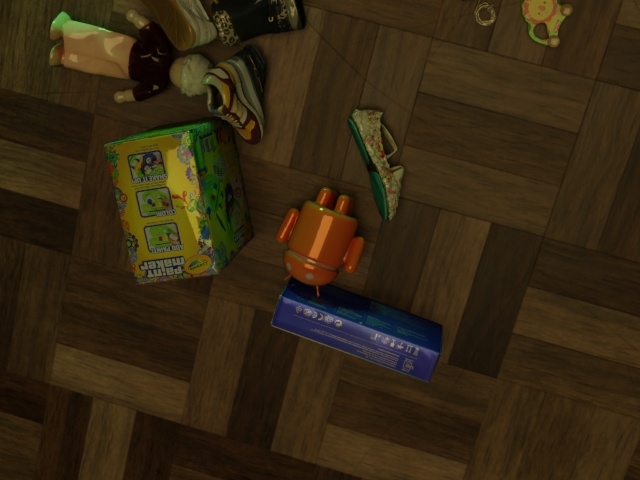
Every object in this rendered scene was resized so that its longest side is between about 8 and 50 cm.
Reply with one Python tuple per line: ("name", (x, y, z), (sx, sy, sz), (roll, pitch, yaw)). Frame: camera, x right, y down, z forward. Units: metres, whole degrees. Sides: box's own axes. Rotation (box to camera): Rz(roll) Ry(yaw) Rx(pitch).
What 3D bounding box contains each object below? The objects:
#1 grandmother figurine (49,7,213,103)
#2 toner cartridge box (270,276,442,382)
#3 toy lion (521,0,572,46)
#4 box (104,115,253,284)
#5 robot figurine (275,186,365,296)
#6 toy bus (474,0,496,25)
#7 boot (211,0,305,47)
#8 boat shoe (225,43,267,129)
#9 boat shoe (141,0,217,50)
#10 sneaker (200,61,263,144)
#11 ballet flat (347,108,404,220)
("grandmother figurine", (-0.383, -0.380, 1.746), (0.342, 0.104, 0.208), (17, 134, 1))
("toner cartridge box", (0.082, 0.180, 1.779), (0.347, 0.165, 0.075), (20, 106, 4))
("toy lion", (0.434, -0.436, 1.636), (0.096, 0.034, 0.100), (22, 107, 10))
("box", (-0.271, -0.091, 1.697), (0.177, 0.290, 0.279), (-8, 102, 11))
("robot figurine", (0.002, 0.001, 1.754), (0.158, 0.128, 0.219), (19, 97, -24))
("toy bus", (0.291, -0.536, 1.592), (0.202, 0.104, 0.191), (33, 107, 0))
("boot", (-0.142, -0.514, 1.677), (0.178, 0.085, 0.236), (-15, 100, 15))
("boat shoe", (-0.137, -0.311, 1.740), (0.065, 0.083, 0.183), (13, 136, 30))
("boat shoe", (-0.301, -0.506, 1.702), (0.098, 0.096, 0.277), (-39, 77, 46))
("sneaker", (-0.183, -0.260, 1.689), (0.069, 0.084, 0.185), (-1, 128, 40))
("ballet flat", (0.128, -0.160, 1.730), (0.077, 0.091, 0.241), (-22, 105, -9))
